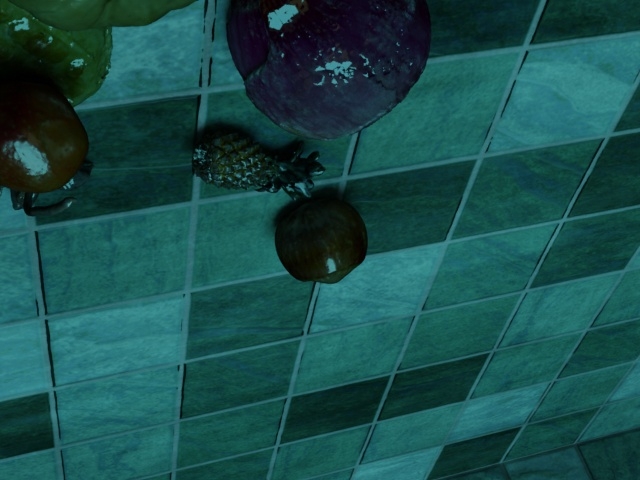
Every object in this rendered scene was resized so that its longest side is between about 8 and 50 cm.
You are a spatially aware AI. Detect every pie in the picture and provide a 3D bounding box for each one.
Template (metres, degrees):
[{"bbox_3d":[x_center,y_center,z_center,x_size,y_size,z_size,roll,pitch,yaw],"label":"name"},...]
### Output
[{"bbox_3d":[-0.384,-0.215,1.275,0.306,0.071,0.306,-15,149,-10],"label":"pie"}]

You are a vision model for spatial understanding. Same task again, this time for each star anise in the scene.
[{"bbox_3d":[-0.348,-0.053,1.401,0.148,0.227,0.218,4,135,-25],"label":"star anise"}]

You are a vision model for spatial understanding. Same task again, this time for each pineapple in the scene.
[{"bbox_3d":[-0.096,-0.112,1.579,0.221,0.083,0.103,8,138,-42],"label":"pineapple"}]

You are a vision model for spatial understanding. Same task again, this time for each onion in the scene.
[{"bbox_3d":[0.000,-0.250,1.362,0.267,0.159,0.348,-36,146,18],"label":"onion"}]

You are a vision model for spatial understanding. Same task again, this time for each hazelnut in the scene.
[{"bbox_3d":[0.000,0.000,1.766,0.154,0.143,0.143,-14,151,20],"label":"hazelnut"}]

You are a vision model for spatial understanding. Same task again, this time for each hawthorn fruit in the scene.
[{"bbox_3d":[-0.344,-0.124,1.252,0.133,0.133,0.138,-31,152,15],"label":"hawthorn fruit"}]

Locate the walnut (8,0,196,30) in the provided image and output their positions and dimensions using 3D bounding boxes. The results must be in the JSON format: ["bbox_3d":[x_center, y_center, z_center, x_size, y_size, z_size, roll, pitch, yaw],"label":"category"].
[{"bbox_3d":[-0.204,-0.339,1.001,0.253,0.277,0.282,-14,136,3],"label":"walnut"}]

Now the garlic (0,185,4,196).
[{"bbox_3d":[-0.488,-0.068,1.348,0.207,0.207,0.257,-7,147,-21],"label":"garlic"}]
